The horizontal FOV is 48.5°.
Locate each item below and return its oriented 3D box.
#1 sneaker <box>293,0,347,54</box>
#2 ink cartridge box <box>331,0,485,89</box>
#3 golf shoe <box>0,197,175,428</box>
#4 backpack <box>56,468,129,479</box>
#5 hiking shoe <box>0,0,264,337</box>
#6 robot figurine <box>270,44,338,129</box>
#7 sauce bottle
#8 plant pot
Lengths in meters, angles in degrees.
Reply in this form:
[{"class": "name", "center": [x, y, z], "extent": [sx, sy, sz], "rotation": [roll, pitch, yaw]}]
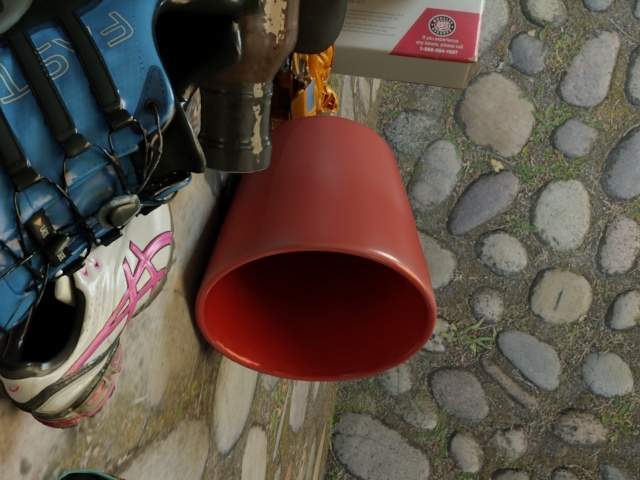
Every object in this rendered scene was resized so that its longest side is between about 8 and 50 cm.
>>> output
[{"class": "sneaker", "center": [-0.013, -0.322, 0.689], "extent": [0.146, 0.122, 0.330], "rotation": [-115, -163, -49]}, {"class": "ink cartridge box", "center": [0.159, -0.492, 1.270], "extent": [0.160, 0.279, 0.385], "rotation": [39, 60, -81]}, {"class": "golf shoe", "center": [-0.147, 0.025, 0.468], "extent": [0.086, 0.067, 0.186], "rotation": [82, 19, -58]}, {"class": "backpack", "center": [-0.117, 0.270, 0.509], "extent": [0.144, 0.188, 0.166], "rotation": [87, 14, -54]}, {"class": "hiking shoe", "center": [-0.125, -0.039, 0.329], "extent": [0.113, 0.132, 0.304], "rotation": [85, 16, -58]}, {"class": "robot figurine", "center": [-0.023, -0.260, 0.952], "extent": [0.291, 0.085, 0.211], "rotation": [89, 12, -50]}, {"class": "sauce bottle", "center": [-0.067, -0.229, 0.600], "extent": [0.111, 0.111, 0.344], "rotation": [-61, 157, -68]}, {"class": "plant pot", "center": [0.000, 0.000, 0.858], "extent": [0.275, 0.275, 0.243], "rotation": [88, 4, -51]}]
